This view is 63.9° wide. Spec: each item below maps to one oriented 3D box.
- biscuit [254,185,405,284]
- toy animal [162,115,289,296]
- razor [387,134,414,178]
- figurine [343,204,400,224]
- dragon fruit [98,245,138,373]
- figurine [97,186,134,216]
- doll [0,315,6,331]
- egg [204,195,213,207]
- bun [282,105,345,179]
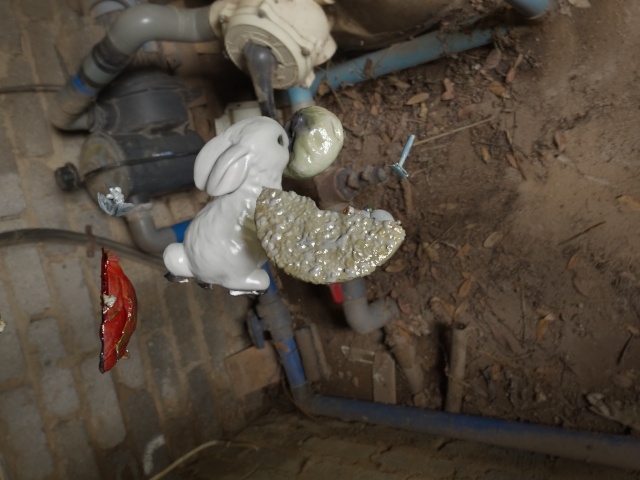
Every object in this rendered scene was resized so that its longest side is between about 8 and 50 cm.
[{"bbox_3d":[-0.004,0.002,0.800,0.249,0.133,0.032,18,159,15],"label":"biscuit"},{"bbox_3d":[-0.174,-0.077,1.052,0.194,0.257,0.358,31,117,53],"label":"toy animal"},{"bbox_3d":[0.253,-0.259,1.531,0.040,0.068,0.135,4,63,50],"label":"razor"},{"bbox_3d":[0.152,-0.052,1.576,0.093,0.196,0.147,-52,39,45],"label":"figurine"},{"bbox_3d":[-0.537,0.218,1.353,0.344,0.100,0.282,121,147,-51],"label":"dragon fruit"},{"bbox_3d":[-0.587,-0.114,1.458,0.082,0.094,0.086,-31,81,-3],"label":"figurine"},{"bbox_3d":[-0.538,0.112,0.774,0.114,0.105,0.222,-20,90,4],"label":"doll"},{"bbox_3d":[-0.301,-0.102,1.753,0.233,0.194,0.195,3,105,63],"label":"egg"},{"bbox_3d":[-0.055,-0.327,1.689,0.272,0.168,0.273,-24,46,27],"label":"bun"}]
